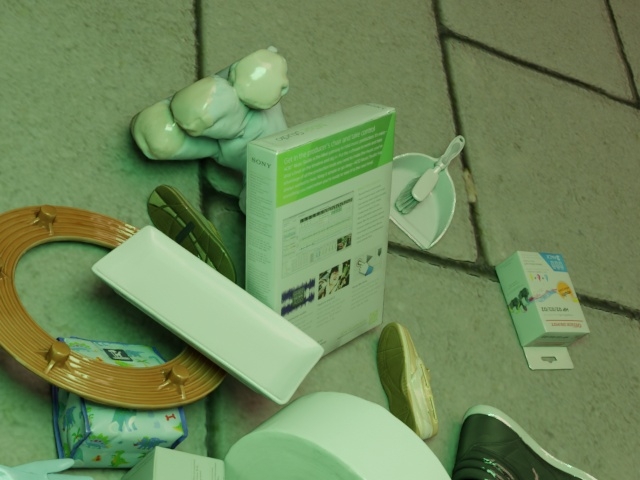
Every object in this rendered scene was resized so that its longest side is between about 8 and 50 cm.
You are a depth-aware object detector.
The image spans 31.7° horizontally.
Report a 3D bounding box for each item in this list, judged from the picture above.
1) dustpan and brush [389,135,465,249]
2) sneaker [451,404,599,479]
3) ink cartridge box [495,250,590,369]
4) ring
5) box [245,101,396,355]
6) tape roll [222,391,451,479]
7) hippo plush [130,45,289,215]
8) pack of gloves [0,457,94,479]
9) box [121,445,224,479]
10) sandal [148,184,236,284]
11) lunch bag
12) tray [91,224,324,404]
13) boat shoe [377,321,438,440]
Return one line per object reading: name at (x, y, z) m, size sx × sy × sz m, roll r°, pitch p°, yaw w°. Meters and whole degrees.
dustpan and brush at (0.175, -0.101, 1.803) m, size 0.147 × 0.060 × 0.211 m, roll 43°, pitch 45°, yaw -4°
sneaker at (0.296, 0.369, 1.549) m, size 0.296 × 0.104 × 0.147 m, roll 37°, pitch 47°, yaw -2°
ink cartridge box at (0.359, 0.111, 1.795) m, size 0.104 × 0.061 × 0.181 m, roll 3°, pitch 60°, yaw -35°
ring at (-0.248, 0.064, 1.317) m, size 0.337 × 0.032 × 0.336 m, roll 24°, pitch 31°, yaw -15°
box at (0.000, 0.000, 1.454) m, size 0.058 × 0.321 × 0.232 m, roll 23°, pitch 31°, yaw 35°
tape roll at (0.023, 0.315, 1.248) m, size 0.100 × 0.286 × 0.286 m, roll -30°, pitch 81°, yaw -45°
hippo plush at (-0.110, -0.112, 1.539) m, size 0.236 × 0.234 × 0.294 m, roll 62°, pitch 1°, yaw -9°
pack of gloves at (-0.315, 0.310, 1.122) m, size 0.232 × 0.046 × 0.195 m, roll 8°, pitch 44°, yaw -37°
box at (-0.167, 0.298, 1.245) m, size 0.087 × 0.101 × 0.102 m, roll 18°, pitch 50°, yaw -26°
sandal at (-0.162, 0.002, 1.486) m, size 0.180 × 0.072 × 0.049 m, roll 55°, pitch 23°, yaw 13°
lunch bag at (-0.235, 0.177, 1.289) m, size 0.129 × 0.096 × 0.151 m, roll 10°, pitch 43°, yaw -34°
tray at (-0.132, 0.090, 1.326) m, size 0.270 × 0.030 × 0.145 m, roll 35°, pitch 28°, yaw 5°
boat shoe at (0.124, 0.197, 1.566) m, size 0.059 × 0.063 × 0.170 m, roll 5°, pitch 68°, yaw -38°
